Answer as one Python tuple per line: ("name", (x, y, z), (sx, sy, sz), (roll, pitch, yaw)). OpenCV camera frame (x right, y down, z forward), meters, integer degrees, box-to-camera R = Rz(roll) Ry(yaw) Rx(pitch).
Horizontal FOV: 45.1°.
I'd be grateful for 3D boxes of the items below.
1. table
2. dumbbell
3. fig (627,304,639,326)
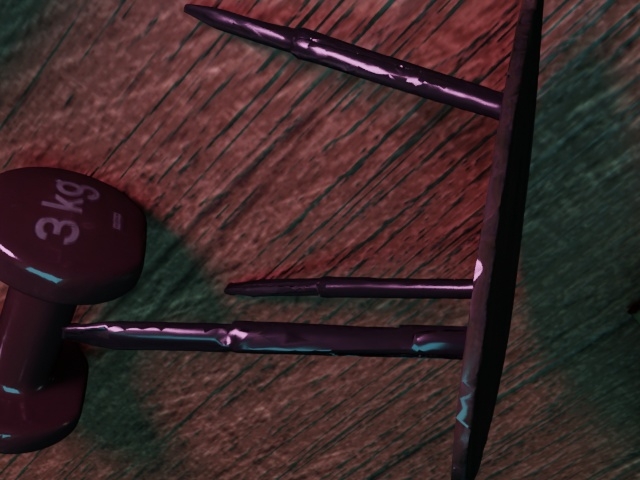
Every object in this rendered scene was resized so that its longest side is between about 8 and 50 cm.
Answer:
("table", (0.000, 0.000, 0.516), (0.249, 0.317, 0.317), (8, 125, 17))
("dumbbell", (-0.234, 0.060, 0.636), (0.124, 0.140, 0.225), (17, 122, -19))
("fig", (0.360, 0.156, 0.684), (0.143, 0.230, 0.160), (-8, 154, -37))
